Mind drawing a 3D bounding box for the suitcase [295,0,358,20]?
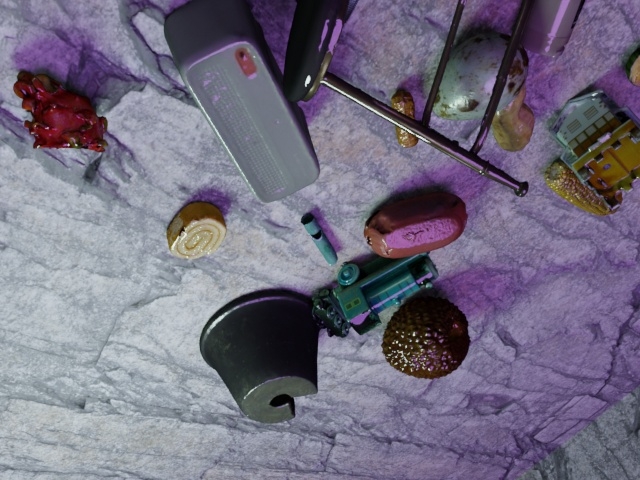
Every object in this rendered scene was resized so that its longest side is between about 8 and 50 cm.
[{"bbox_3d":[0.016,-0.481,1.279,0.126,0.059,0.086,11,129,-29],"label":"suitcase"}]

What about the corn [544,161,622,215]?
[{"bbox_3d":[0.745,-0.137,1.865,0.310,0.102,0.101,14,126,-33],"label":"corn"}]

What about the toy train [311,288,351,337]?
[{"bbox_3d":[0.036,0.209,1.927,0.071,0.111,0.170,-11,134,29],"label":"toy train"}]

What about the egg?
[{"bbox_3d":[0.343,-0.352,1.454,0.231,0.169,0.169,-33,136,23],"label":"egg"}]

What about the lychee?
[{"bbox_3d":[0.314,0.298,2.028,0.267,0.268,0.268,-11,135,-11],"label":"lychee"}]

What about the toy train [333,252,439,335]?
[{"bbox_3d":[0.181,0.116,1.825,0.298,0.194,0.120,-31,134,8],"label":"toy train"}]

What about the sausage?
[{"bbox_3d":[0.252,-0.041,1.734,0.279,0.152,0.152,-15,136,-8],"label":"sausage"}]

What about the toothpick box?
[{"bbox_3d":[0.498,-0.497,1.414,0.111,0.111,0.181,-3,131,-19],"label":"toothpick box"}]

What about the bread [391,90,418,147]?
[{"bbox_3d":[0.198,-0.281,1.553,0.052,0.044,0.157,-22,136,-4],"label":"bread"}]

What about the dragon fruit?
[{"bbox_3d":[-0.502,-0.237,1.272,0.208,0.133,0.150,49,66,-17],"label":"dragon fruit"}]

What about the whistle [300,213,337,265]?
[{"bbox_3d":[0.000,0.000,1.754,0.039,0.039,0.186,-27,136,5],"label":"whistle"}]

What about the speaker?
[{"bbox_3d":[-0.143,-0.271,1.331,0.183,0.184,0.406,-25,136,4],"label":"speaker"}]

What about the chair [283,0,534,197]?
[{"bbox_3d":[0.165,-0.334,1.151,0.409,0.365,0.362,13,107,-13],"label":"chair"}]

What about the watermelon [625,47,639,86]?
[{"bbox_3d":[0.792,-0.432,1.623,0.105,0.062,0.106,-6,129,-8],"label":"watermelon"}]

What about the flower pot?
[{"bbox_3d":[-0.153,0.355,1.892,0.378,0.251,0.380,-10,136,-10],"label":"flower pot"}]

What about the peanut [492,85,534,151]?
[{"bbox_3d":[0.454,-0.305,1.595,0.103,0.098,0.229,-59,141,-22],"label":"peanut"}]

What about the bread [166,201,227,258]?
[{"bbox_3d":[-0.295,-0.017,1.598,0.122,0.073,0.149,21,122,-38],"label":"bread"}]

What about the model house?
[{"bbox_3d":[0.722,-0.235,1.677,0.224,0.215,0.198,27,122,-37],"label":"model house"}]
